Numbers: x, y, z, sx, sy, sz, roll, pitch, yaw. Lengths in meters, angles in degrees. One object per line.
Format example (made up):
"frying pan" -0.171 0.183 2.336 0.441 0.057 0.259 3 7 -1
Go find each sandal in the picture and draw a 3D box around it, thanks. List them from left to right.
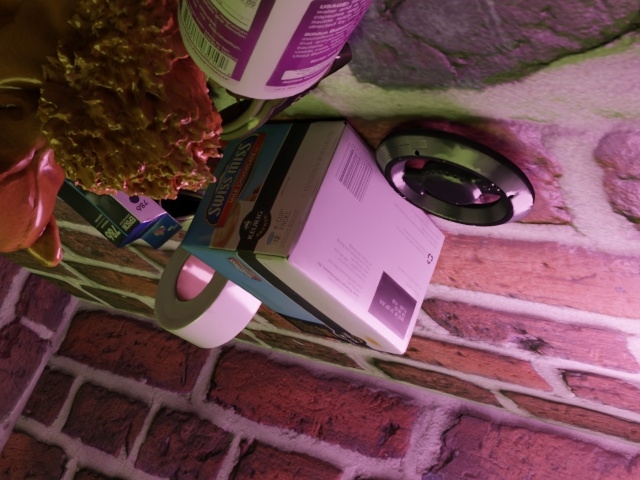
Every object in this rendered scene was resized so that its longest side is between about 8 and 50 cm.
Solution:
"sandal" -0.060 -0.205 0.929 0.086 0.120 0.302 55 152 -8

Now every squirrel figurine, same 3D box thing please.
"squirrel figurine" -0.303 -0.160 0.873 0.397 0.371 0.281 8 157 35

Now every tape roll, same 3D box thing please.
"tape roll" -0.232 0.085 1.608 0.100 0.286 0.286 35 158 -35

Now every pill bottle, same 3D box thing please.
"pill bottle" -0.024 -0.252 0.629 0.169 0.169 0.301 25 161 -10

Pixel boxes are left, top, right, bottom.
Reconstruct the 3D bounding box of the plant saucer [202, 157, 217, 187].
"plant saucer" -0.263 -0.148 1.339 0.200 0.037 0.200 23 174 2

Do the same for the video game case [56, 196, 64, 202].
"video game case" -0.636 -0.131 1.873 0.274 0.026 0.196 15 160 18

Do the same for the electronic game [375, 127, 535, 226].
"electronic game" 0.185 -0.085 1.041 0.229 0.048 0.229 21 163 7

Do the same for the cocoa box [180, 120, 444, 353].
"cocoa box" 0.000 0.000 1.193 0.228 0.231 0.347 7 156 40

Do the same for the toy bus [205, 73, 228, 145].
"toy bus" -0.239 -0.185 1.144 0.104 0.202 0.191 47 -179 26

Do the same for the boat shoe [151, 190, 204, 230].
"boat shoe" -0.328 -0.068 1.596 0.267 0.096 0.088 11 154 27

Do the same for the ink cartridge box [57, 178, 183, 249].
"ink cartridge box" -0.450 -0.093 1.537 0.332 0.065 0.165 41 144 -12
